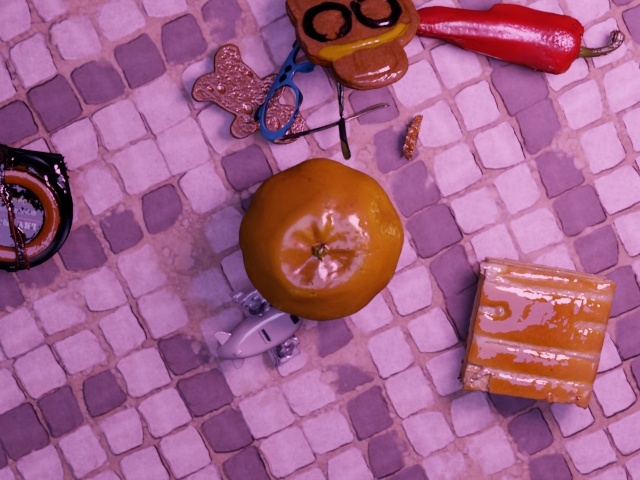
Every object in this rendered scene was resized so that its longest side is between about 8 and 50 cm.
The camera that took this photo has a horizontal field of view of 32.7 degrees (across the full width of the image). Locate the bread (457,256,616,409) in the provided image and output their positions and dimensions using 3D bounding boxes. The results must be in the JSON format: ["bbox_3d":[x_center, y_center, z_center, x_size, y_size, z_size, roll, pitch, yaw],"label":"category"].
[{"bbox_3d":[0.375,0.162,1.923,0.246,0.111,0.239,11,95,-2],"label":"bread"}]

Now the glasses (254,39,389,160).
[{"bbox_3d":[0.018,-0.246,1.861,0.207,0.102,0.239,26,80,-7],"label":"glasses"}]

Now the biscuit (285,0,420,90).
[{"bbox_3d":[0.057,-0.373,1.816,0.209,0.041,0.290,-17,62,-8],"label":"biscuit"}]

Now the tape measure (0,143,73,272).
[{"bbox_3d":[-0.528,-0.058,1.875,0.202,0.135,0.222,8,99,-12],"label":"tape measure"}]

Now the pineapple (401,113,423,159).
[{"bbox_3d":[0.162,-0.182,1.915,0.019,0.045,0.083,18,100,9],"label":"pineapple"}]

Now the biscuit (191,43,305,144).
[{"bbox_3d":[-0.119,-0.240,1.906,0.205,0.031,0.138,34,83,-4],"label":"biscuit"}]

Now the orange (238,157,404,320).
[{"bbox_3d":[0.000,0.000,1.834,0.279,0.235,0.279,0,88,1],"label":"orange"}]

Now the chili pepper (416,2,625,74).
[{"bbox_3d":[0.328,-0.351,1.868,0.388,0.110,0.110,11,96,-1],"label":"chili pepper"}]

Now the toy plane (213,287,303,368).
[{"bbox_3d":[-0.107,0.158,1.931,0.174,0.080,0.174,-4,112,-9],"label":"toy plane"}]
